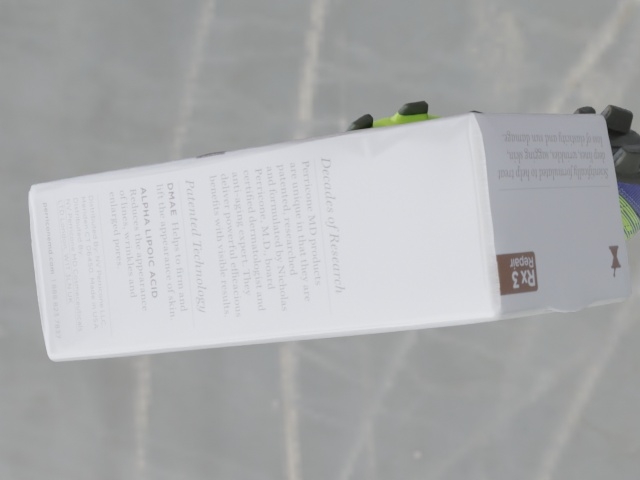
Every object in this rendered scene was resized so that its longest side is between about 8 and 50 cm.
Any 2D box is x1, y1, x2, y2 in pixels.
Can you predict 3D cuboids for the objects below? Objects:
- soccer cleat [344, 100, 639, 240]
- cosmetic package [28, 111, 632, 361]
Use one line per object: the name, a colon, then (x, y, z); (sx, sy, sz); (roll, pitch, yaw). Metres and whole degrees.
soccer cleat: (0.110, -0.021, 1.183); (0.093, 0.289, 0.121); (49, 127, 36)
cosmetic package: (0.000, 0.000, 0.781); (0.231, 0.117, 0.085); (-9, 87, 34)
